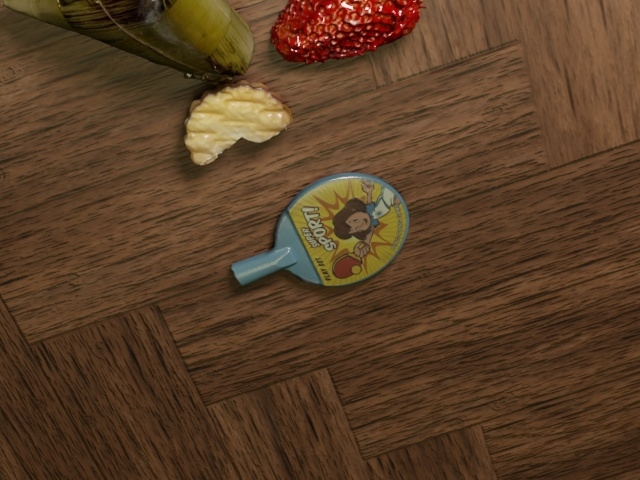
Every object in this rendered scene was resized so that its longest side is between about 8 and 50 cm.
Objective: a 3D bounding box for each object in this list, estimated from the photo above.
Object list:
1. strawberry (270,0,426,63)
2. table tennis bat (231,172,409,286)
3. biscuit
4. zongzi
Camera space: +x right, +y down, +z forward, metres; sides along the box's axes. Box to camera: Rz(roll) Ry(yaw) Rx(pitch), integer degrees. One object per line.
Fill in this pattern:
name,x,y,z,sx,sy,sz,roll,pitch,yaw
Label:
strawberry,0.052,-0.360,1.466,0.286,0.106,0.188,-36,114,13
table tennis bat,0.000,0.000,1.687,0.328,0.044,0.215,-23,119,4
biscuit,-0.142,-0.205,1.551,0.183,0.061,0.118,-19,116,1
zongzi,-0.282,-0.321,1.441,0.299,0.145,0.274,-12,146,25
